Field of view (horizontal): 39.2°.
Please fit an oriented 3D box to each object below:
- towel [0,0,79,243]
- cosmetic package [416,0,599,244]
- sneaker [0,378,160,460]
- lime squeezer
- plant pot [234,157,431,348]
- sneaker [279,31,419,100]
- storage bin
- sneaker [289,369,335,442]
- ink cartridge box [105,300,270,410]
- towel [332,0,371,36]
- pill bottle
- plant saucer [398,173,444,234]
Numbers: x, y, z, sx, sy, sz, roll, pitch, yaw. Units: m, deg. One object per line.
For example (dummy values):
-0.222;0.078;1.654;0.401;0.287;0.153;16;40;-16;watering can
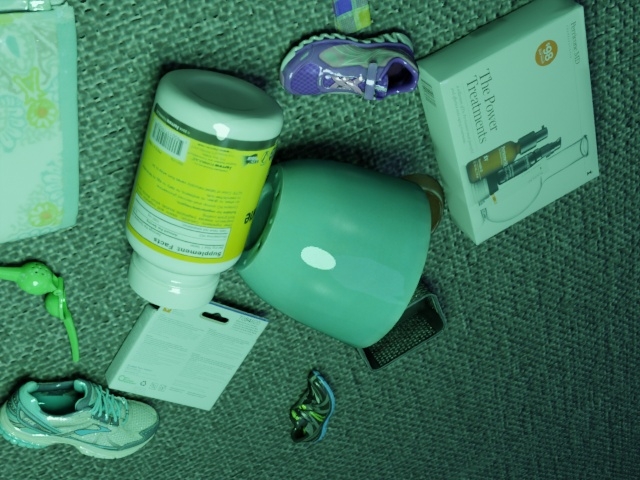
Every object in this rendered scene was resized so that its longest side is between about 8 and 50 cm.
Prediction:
-0.479;-0.153;1.173;0.320;0.090;0.375;-12;125;-31;towel
0.343;-0.209;1.602;0.284;0.097;0.377;-31;132;-10;cosmetic package
-0.396;0.298;1.537;0.283;0.110;0.122;9;131;-34;sneaker
-0.446;0.097;1.416;0.110;0.059;0.310;-39;133;2;lime squeezer
0.000;0.000;1.448;0.235;0.293;0.293;21;112;-22;plant pot
0.055;-0.260;1.394;0.236;0.105;0.095;-11;138;-20;sneaker
0.142;0.158;1.765;0.180;0.084;0.122;-31;132;-6;storage bin
-0.021;0.345;1.821;0.078;0.067;0.188;-11;130;-29;sneaker
-0.236;0.190;1.605;0.223;0.045;0.224;23;109;-38;ink cartridge box
0.048;-0.359;1.386;0.060;0.009;0.083;-21;131;-13;towel
-0.186;-0.070;1.348;0.187;0.188;0.334;3;122;-30;pill bottle
0.163;-0.044;1.667;0.168;0.029;0.168;-15;129;-20;plant saucer
